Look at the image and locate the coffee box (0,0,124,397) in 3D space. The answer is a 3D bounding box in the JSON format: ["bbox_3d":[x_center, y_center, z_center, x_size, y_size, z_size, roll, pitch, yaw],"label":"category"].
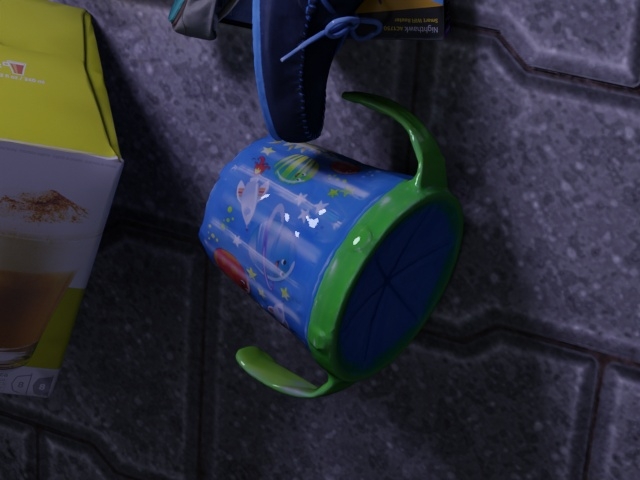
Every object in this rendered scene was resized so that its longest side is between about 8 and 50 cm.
[{"bbox_3d":[-0.438,-0.074,1.857,0.338,0.338,0.334,9,123,-21],"label":"coffee box"}]

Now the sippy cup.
[{"bbox_3d":[0.000,0.000,1.807,0.224,0.305,0.240,32,164,26],"label":"sippy cup"}]

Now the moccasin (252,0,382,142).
[{"bbox_3d":[-0.002,-0.260,1.660,0.117,0.137,0.342,4,111,11],"label":"moccasin"}]

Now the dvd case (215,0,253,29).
[{"bbox_3d":[-0.053,-0.348,1.799,0.180,0.022,0.253,15,116,22],"label":"dvd case"}]

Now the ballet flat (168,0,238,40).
[{"bbox_3d":[-0.101,-0.310,1.797,0.068,0.072,0.213,19,123,-11],"label":"ballet flat"}]

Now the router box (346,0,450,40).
[{"bbox_3d":[0.045,-0.279,1.740,0.179,0.046,0.133,3,112,16],"label":"router box"}]
